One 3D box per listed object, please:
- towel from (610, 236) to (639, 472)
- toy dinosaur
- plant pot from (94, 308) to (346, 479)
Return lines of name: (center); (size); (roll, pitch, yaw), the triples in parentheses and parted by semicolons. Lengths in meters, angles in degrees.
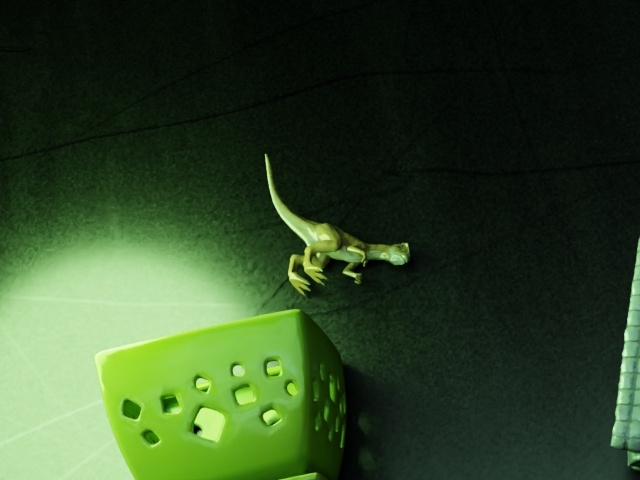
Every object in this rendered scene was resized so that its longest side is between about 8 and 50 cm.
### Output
towel: (0.430, 0.114, 1.763); (0.235, 0.121, 0.284); (5, 66, 15)
toy dinosaur: (0.000, 0.000, 1.966); (0.211, 0.064, 0.112); (26, 57, 14)
plant pot: (-0.086, 0.213, 1.799); (0.228, 0.227, 0.207); (-14, 71, 8)
